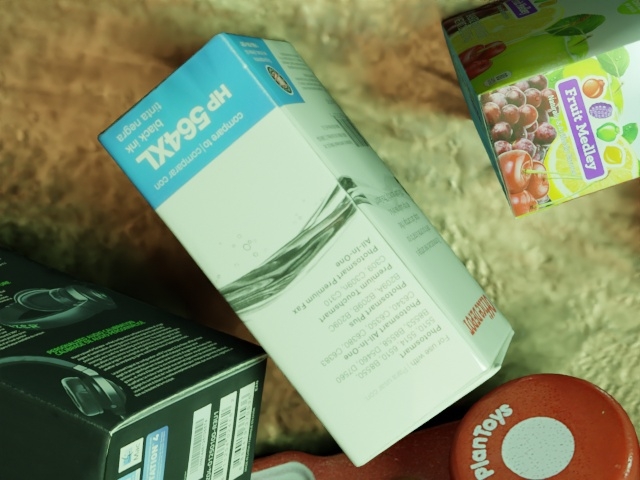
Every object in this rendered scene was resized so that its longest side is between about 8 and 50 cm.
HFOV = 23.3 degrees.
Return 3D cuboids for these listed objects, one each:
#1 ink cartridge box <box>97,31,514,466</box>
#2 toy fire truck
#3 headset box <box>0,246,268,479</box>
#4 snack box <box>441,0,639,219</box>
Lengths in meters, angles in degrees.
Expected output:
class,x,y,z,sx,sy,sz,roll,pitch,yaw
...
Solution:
class,x,y,z,sx,sy,sz,roll,pitch,yaw
ink cartridge box,0.000,0.000,0.785,0.086,0.148,0.203,-38,86,12
toy fire truck,0.071,0.228,0.824,0.254,0.302,0.169,-17,140,7
headset box,-0.190,0.138,0.814,0.283,0.131,0.246,20,112,28
snack box,0.173,-0.097,0.767,0.207,0.174,0.070,-18,109,4
